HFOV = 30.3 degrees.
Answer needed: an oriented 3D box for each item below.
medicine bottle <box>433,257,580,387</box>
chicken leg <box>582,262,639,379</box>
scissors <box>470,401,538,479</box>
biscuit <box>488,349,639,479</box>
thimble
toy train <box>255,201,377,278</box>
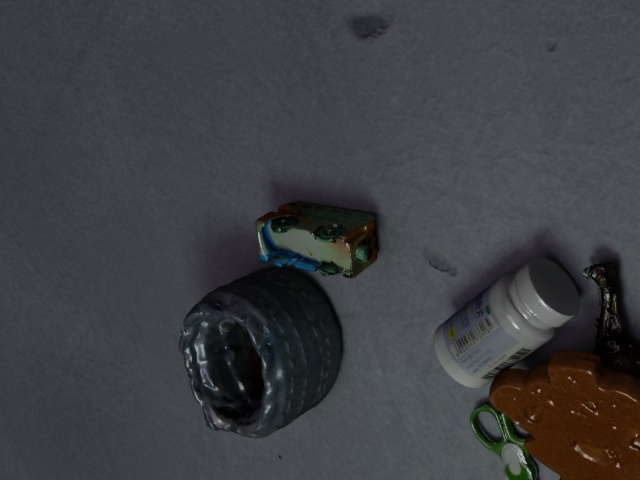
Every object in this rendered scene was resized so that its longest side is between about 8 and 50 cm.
[{"bbox_3d":[0.241,0.107,1.538,0.103,0.103,0.186,53,129,8],"label":"medicine bottle"},{"bbox_3d":[0.390,0.145,1.476,0.106,0.051,0.253,-35,87,37],"label":"chicken leg"},{"bbox_3d":[0.276,0.318,1.639,0.101,0.027,0.204,-14,96,40],"label":"scissors"},{"bbox_3d":[0.360,0.260,1.502,0.284,0.043,0.306,3,129,38],"label":"biscuit"},{"bbox_3d":[-0.094,0.169,1.764,0.205,0.172,0.236,21,120,32],"label":"thimble"},{"bbox_3d":[0.000,0.000,1.679,0.188,0.099,0.072,10,115,32],"label":"toy train"}]
